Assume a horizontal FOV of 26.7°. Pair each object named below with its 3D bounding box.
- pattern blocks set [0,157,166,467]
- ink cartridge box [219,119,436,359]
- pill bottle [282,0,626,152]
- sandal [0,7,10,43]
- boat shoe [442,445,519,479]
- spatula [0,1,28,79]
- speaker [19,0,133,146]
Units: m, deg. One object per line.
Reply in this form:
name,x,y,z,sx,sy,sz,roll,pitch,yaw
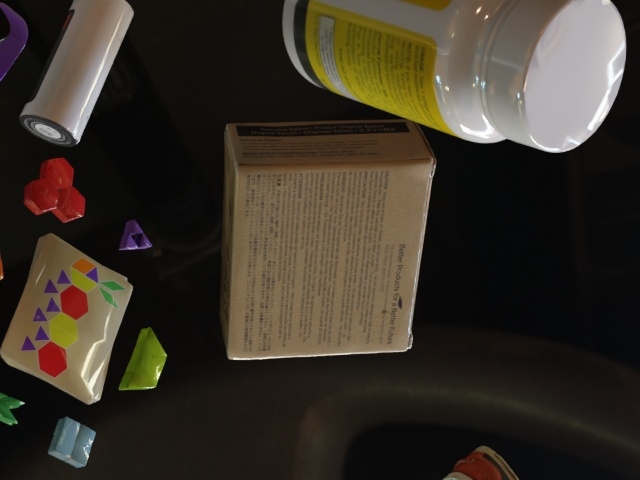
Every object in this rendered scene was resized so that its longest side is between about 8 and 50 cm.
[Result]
pattern blocks set,-0.303,0.091,1.616,0.026,0.325,0.285,-19,127,44
ink cartridge box,0.000,0.000,1.338,0.193,0.088,0.235,-2,124,-11
pill bottle,0.083,-0.132,0.874,0.119,0.208,0.119,-21,123,-37
sandal,-0.376,-0.270,1.347,0.179,0.067,0.040,52,137,-8
boat shoe,0.131,0.188,0.833,0.043,0.137,0.049,-33,167,-44
spatula,-0.433,-0.145,1.645,0.030,0.084,0.296,3,118,-53
speaker,-0.212,-0.153,1.180,0.055,0.055,0.136,32,68,-32
